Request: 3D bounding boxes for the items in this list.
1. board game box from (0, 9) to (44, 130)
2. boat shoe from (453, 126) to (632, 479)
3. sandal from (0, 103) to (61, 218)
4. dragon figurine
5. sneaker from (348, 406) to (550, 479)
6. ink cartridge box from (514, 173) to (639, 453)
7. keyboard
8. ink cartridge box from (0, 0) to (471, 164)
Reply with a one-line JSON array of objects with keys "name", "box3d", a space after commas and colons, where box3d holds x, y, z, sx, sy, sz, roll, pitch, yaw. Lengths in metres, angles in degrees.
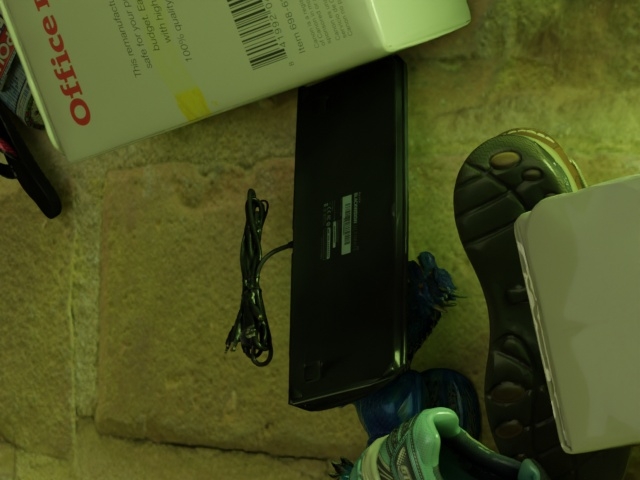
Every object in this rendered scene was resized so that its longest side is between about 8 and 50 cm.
[{"name": "board game box", "box3d": [-0.289, -0.220, 1.982, 0.194, 0.060, 0.194, 40, 112, 30]}, {"name": "boat shoe", "box3d": [0.196, 0.059, 1.591, 0.123, 0.120, 0.324, -4, 107, 21]}, {"name": "sandal", "box3d": [-0.327, -0.091, 2.002, 0.179, 0.040, 0.067, 54, 160, 22]}, {"name": "dragon figurine", "box3d": [0.081, 0.157, 1.690, 0.144, 0.085, 0.289, -20, 76, 35]}, {"name": "sneaker", "box3d": [0.157, 0.246, 1.563, 0.283, 0.110, 0.122, 38, 130, 1]}, {"name": "ink cartridge box", "box3d": [0.356, 0.029, 1.301, 0.285, 0.395, 0.166, -17, 79, 35]}, {"name": "keyboard", "box3d": [0.000, 0.000, 1.728, 0.202, 0.033, 0.317, -17, 59, 35]}, {"name": "ink cartridge box", "box3d": [-0.098, -0.258, 1.741, 0.385, 0.160, 0.279, -16, 96, 35]}]
